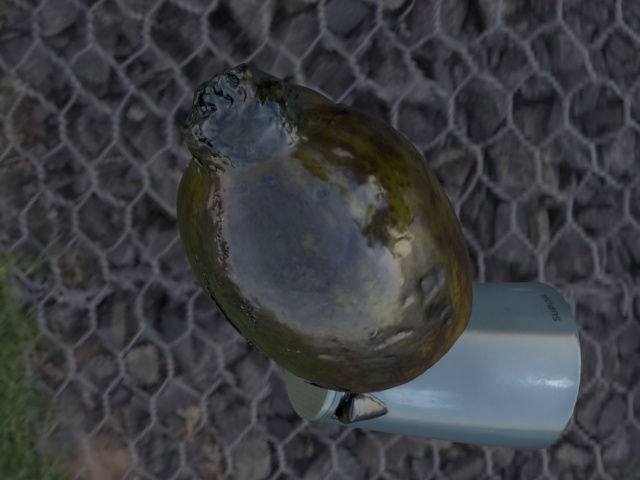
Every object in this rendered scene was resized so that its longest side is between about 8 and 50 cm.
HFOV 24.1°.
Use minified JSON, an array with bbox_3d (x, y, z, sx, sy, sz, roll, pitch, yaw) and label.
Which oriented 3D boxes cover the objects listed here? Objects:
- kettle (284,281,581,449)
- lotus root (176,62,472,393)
[{"bbox_3d":[0.089,0.090,1.392,0.243,0.211,0.160,6,134,-24],"label":"kettle"},{"bbox_3d":[0.000,0.000,0.665,0.120,0.120,0.209,-22,138,16],"label":"lotus root"}]
